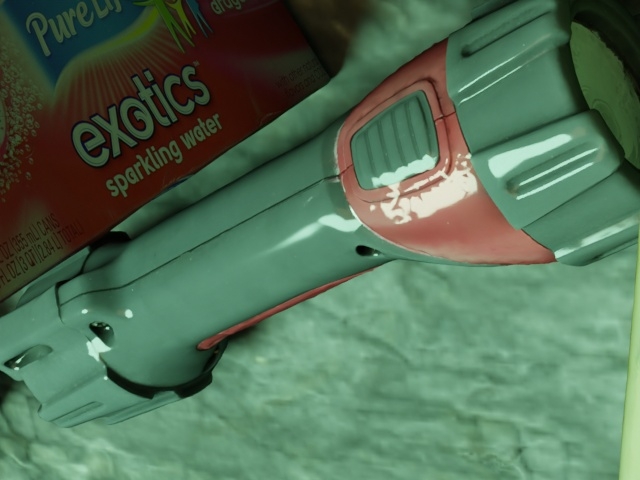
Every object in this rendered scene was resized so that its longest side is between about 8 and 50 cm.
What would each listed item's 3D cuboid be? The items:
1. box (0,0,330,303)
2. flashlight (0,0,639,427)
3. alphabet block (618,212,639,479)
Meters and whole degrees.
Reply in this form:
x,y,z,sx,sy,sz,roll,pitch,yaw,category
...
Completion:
x,y,z,sx,sy,sz,roll,pitch,yaw,category
-0.122,-0.050,0.483,0.123,0.257,0.128,-28,97,34,box
0.000,0.000,0.546,0.304,0.103,0.103,-27,108,38,flashlight
0.199,-0.012,0.380,0.192,0.193,0.197,9,115,25,alphabet block
